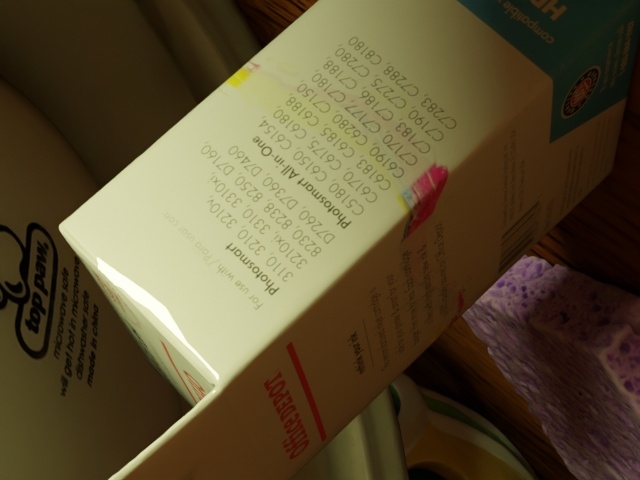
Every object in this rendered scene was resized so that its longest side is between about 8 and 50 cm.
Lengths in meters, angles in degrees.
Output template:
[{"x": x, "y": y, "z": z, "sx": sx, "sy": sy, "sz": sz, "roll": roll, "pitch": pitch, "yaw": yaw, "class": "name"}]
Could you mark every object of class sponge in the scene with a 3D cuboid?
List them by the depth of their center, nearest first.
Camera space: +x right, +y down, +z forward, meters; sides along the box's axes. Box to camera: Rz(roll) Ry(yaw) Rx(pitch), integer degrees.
[{"x": 0.136, "y": 0.095, "z": 0.566, "sx": 0.210, "sy": 0.031, "sz": 0.117, "roll": 53, "pitch": 167, "yaw": -24, "class": "sponge"}]

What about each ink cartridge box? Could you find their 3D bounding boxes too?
[{"x": 0.000, "y": 0.000, "z": 0.379, "sx": 0.061, "sy": 0.181, "sz": 0.104, "roll": 43, "pitch": 167, "yaw": 21, "class": "ink cartridge box"}]

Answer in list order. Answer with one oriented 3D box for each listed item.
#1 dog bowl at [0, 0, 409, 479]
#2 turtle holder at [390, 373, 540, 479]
[{"x": -0.112, "y": 0.040, "z": 0.487, "sx": 0.408, "sy": 0.150, "sz": 0.408, "roll": 54, "pitch": -156, "yaw": -39, "class": "dog bowl"}, {"x": 0.031, "y": 0.201, "z": 0.791, "sx": 0.320, "sy": 0.243, "sz": 0.227, "roll": -134, "pitch": 25, "yaw": -61, "class": "turtle holder"}]
